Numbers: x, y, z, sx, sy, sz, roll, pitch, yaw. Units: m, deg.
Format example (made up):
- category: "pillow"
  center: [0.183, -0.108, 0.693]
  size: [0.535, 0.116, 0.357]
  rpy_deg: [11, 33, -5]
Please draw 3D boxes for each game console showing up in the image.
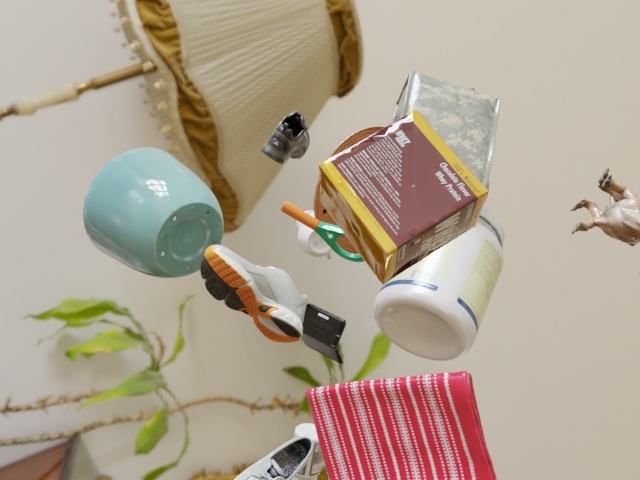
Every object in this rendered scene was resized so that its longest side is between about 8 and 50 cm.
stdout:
- category: "game console"
  center: [0.011, 0.221, 1.723]
  size: [0.122, 0.107, 0.071]
  rpy_deg: [22, 0, 35]

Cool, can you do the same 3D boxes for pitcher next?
- category: "pitcher"
  center: [0.000, 0.000, 2.311]
  size: [0.178, 0.125, 0.207]
  rpy_deg: [55, 0, -15]

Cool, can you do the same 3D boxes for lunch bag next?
- category: "lunch bag"
  center: [0.274, -0.217, 1.678]
  size: [0.169, 0.235, 0.287]
  rpy_deg: [112, -5, -60]

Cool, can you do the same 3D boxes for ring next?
- category: "ring"
  center: [0.117, -0.126, 1.834]
  size: [0.032, 0.336, 0.336]
  rpy_deg: [29, -38, 49]

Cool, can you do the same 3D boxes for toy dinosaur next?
- category: "toy dinosaur"
  center: [0.600, -0.028, 1.389]
  size: [0.200, 0.127, 0.296]
  rpy_deg: [35, 21, 5]

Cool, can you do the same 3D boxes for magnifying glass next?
- category: "magnifying glass"
  center: [0.014, -0.022, 1.651]
  size: [0.231, 0.026, 0.092]
  rpy_deg: [29, -36, -7]

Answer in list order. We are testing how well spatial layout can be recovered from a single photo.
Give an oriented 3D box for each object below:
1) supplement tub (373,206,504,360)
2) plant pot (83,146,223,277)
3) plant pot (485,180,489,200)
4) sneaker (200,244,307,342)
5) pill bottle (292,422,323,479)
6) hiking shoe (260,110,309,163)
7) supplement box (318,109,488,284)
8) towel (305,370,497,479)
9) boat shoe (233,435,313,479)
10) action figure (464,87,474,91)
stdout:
- category: "supplement tub"
  center: [0.282, 0.084, 1.660]
  size: [0.235, 0.325, 0.235]
  rpy_deg: [20, -36, 16]
- category: "plant pot"
  center: [-0.366, -0.046, 1.697]
  size: [0.235, 0.293, 0.293]
  rpy_deg: [29, -35, 41]
- category: "plant pot"
  center: [0.492, -0.194, 2.575]
  size: [0.032, 0.236, 0.236]
  rpy_deg: [-145, -145, -82]
- category: "sneaker"
  center: [-0.125, 0.084, 1.410]
  size: [0.262, 0.099, 0.121]
  rpy_deg: [47, 40, -28]
- category: "pill bottle"
  center: [-0.032, 0.508, 1.699]
  size: [0.078, 0.078, 0.137]
  rpy_deg: [-133, -129, -68]
- category: "hiking shoe"
  center: [-0.061, -0.261, 1.773]
  size: [0.086, 0.114, 0.227]
  rpy_deg: [37, 25, 0]
- category: "supplement box"
  center: [0.130, -0.071, 1.186]
  size: [0.191, 0.194, 0.129]
  rpy_deg: [54, -13, 22]
- category: "towel"
  center: [0.120, 0.306, 1.099]
  size: [0.031, 0.275, 0.199]
  rpy_deg: [-22, 99, -64]
- category: "boat shoe"
  center: [-0.100, 0.466, 1.451]
  size: [0.079, 0.227, 0.081]
  rpy_deg: [47, -42, 12]
- category: "action figure"
  center: [0.357, -0.269, 1.939]
  size: [0.141, 0.164, 0.275]
  rpy_deg: [-11, 105, -68]
